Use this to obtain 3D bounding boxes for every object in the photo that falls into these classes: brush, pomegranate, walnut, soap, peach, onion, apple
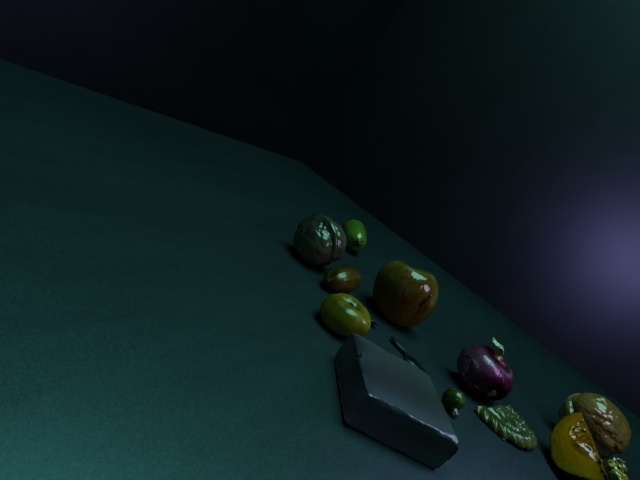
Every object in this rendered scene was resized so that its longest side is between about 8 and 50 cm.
[{"bbox_3d":[0.300,0.397,1.725,0.063,0.016,0.193,20,20,-47],"label":"brush"},{"bbox_3d":[0.407,0.499,1.548,0.073,0.084,0.073,26,-15,7],"label":"pomegranate"},{"bbox_3d":[1.058,0.708,1.947,0.257,0.224,0.257,17,47,-19],"label":"walnut"},{"bbox_3d":[0.080,0.147,1.901,0.116,0.116,0.207,41,23,26],"label":"walnut"},{"bbox_3d":[0.000,0.000,2.012,0.224,0.224,0.224,32,14,-9],"label":"walnut"},{"bbox_3d":[0.187,0.399,1.289,0.285,0.107,0.296,31,15,-11],"label":"soap"},{"bbox_3d":[0.083,0.239,1.594,0.179,0.103,0.179,27,14,-7],"label":"peach"},{"bbox_3d":[0.599,0.486,1.809,0.207,0.200,0.200,63,-5,-36],"label":"onion"},{"bbox_3d":[0.332,0.214,1.996,0.264,0.264,0.264,32,14,-9],"label":"apple"}]

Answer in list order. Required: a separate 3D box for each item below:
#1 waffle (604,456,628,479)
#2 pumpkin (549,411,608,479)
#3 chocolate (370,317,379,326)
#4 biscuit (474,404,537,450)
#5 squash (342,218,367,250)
[{"bbox_3d":[0.940,0.804,1.527,0.280,0.060,0.262,39,37,-46],"label":"waffle"},{"bbox_3d":[0.857,0.743,1.656,0.169,0.148,0.312,63,25,-17],"label":"pumpkin"},{"bbox_3d":[0.129,0.259,1.786,0.182,0.028,0.086,27,8,-30],"label":"chocolate"},{"bbox_3d":[0.648,0.628,1.695,0.273,0.036,0.187,18,21,-47],"label":"biscuit"},{"bbox_3d":[0.176,-0.019,2.600,0.132,0.132,0.247,32,15,-8],"label":"squash"}]
